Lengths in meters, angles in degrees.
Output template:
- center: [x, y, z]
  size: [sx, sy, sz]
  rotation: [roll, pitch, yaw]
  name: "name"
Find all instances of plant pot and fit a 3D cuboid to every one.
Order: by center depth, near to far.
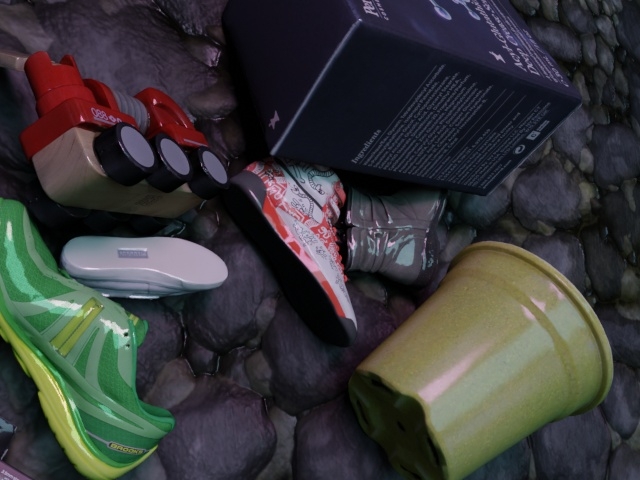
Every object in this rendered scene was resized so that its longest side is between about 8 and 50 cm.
- center: [0.185, 0.179, 0.846]
  size: [0.254, 0.276, 0.276]
  rotation: [-30, 93, -26]
  name: "plant pot"

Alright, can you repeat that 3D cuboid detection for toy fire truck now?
- center: [-0.247, -0.132, 0.696]
  size: [0.246, 0.159, 0.217]
  rotation: [65, 19, 11]
  name: "toy fire truck"

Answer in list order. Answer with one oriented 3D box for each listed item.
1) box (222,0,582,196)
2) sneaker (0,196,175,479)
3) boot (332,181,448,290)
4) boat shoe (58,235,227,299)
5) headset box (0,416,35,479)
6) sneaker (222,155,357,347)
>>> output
- center: [0.106, -0.257, 0.894]
  size: [0.396, 0.212, 0.293]
  rotation: [5, 50, -34]
  name: "box"
- center: [-0.240, 0.088, 0.638]
  size: [0.124, 0.109, 0.295]
  rotation: [-27, 100, -16]
  name: "sneaker"
- center: [0.102, -0.054, 0.962]
  size: [0.161, 0.083, 0.246]
  rotation: [19, 63, -23]
  name: "boot"
- center: [-0.199, 0.040, 0.724]
  size: [0.184, 0.063, 0.066]
  rotation: [1, 50, -34]
  name: "boat shoe"
- center: [-0.366, 0.255, 0.499]
  size: [0.218, 0.110, 0.293]
  rotation: [41, 55, -17]
  name: "headset box"
- center: [0.000, -0.001, 0.860]
  size: [0.145, 0.090, 0.270]
  rotation: [-38, 95, -35]
  name: "sneaker"
